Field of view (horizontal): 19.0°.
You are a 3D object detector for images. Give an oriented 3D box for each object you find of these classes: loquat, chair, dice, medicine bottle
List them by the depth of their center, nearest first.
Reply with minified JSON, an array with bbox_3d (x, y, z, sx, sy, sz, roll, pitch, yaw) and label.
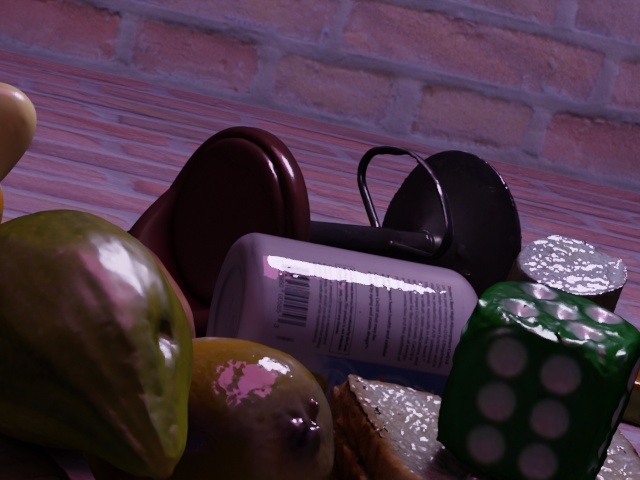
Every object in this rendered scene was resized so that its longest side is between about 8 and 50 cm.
[{"bbox_3d":[-0.083,0.147,1.390,0.195,0.152,0.152,-8,1,27],"label":"loquat"},{"bbox_3d":[0.166,0.111,1.458,0.131,0.128,0.120,21,17,15],"label":"dice"},{"bbox_3d":[0.048,0.092,1.806,0.289,0.157,0.157,11,11,-17],"label":"medicine bottle"},{"bbox_3d":[0.000,0.000,2.036,0.401,0.226,0.226,3,16,-41],"label":"chair"}]

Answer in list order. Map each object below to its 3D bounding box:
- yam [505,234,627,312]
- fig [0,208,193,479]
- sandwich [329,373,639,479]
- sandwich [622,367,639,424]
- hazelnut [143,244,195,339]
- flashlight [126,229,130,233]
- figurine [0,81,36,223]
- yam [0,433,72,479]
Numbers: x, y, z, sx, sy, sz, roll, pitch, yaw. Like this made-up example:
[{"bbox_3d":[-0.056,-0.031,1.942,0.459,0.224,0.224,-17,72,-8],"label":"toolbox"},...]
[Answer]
[{"bbox_3d":[0.182,0.117,1.681,0.106,0.259,0.106,11,34,-8],"label":"yam"},{"bbox_3d":[-0.167,0.061,1.288,0.167,0.167,0.233,7,1,-33],"label":"fig"},{"bbox_3d":[0.149,0.209,1.521,0.273,0.095,0.249,11,15,-18],"label":"sandwich"},{"bbox_3d":[0.324,0.154,2.085,0.212,0.063,0.245,25,17,40],"label":"sandwich"},{"bbox_3d":[-0.209,0.075,1.546,0.214,0.176,0.214,-13,18,4],"label":"hazelnut"},{"bbox_3d":[-0.153,0.007,2.192,0.093,0.093,0.232,19,18,22],"label":"flashlight"},{"bbox_3d":[-0.356,-0.023,1.615,0.324,0.124,0.222,-46,25,-27],"label":"figurine"},{"bbox_3d":[-0.223,0.165,1.316,0.083,0.083,0.371,8,14,-29],"label":"yam"}]
